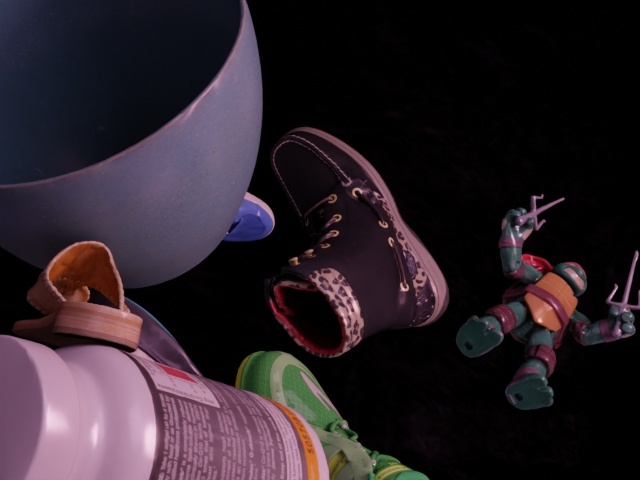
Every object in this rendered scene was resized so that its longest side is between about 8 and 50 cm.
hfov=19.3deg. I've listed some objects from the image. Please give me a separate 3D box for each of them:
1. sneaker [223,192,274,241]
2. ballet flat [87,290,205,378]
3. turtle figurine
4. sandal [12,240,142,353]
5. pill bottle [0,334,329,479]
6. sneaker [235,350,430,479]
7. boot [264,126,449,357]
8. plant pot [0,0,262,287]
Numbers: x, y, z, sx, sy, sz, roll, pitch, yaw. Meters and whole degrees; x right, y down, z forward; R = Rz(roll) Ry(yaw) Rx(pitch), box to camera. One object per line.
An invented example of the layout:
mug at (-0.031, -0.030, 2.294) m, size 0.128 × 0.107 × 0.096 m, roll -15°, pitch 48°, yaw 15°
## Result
sneaker at (-0.105, -0.010, 1.689) m, size 0.152 × 0.058 × 0.084 m, roll 18°, pitch 34°, yaw -29°
ballet flat at (-0.126, 0.124, 1.504) m, size 0.203 × 0.074 × 0.074 m, roll 46°, pitch 32°, yaw 0°
turtle figurine at (0.236, 0.065, 1.936) m, size 0.175 × 0.118 × 0.234 m, roll 33°, pitch 46°, yaw 10°
sandal at (-0.169, 0.039, 1.399) m, size 0.088 × 0.240 × 0.079 m, roll 14°, pitch 82°, yaw -15°
pill bottle at (-0.136, 0.161, 1.322) m, size 0.278 × 0.162 × 0.162 m, roll 24°, pitch 35°, yaw -46°
sneaker at (0.034, 0.204, 1.537) m, size 0.109 × 0.123 × 0.295 m, roll -4°, pitch 54°, yaw -50°
boot at (0.002, 0.000, 1.778) m, size 0.236 × 0.085 × 0.178 m, roll 52°, pitch 35°, yaw 12°
plant pot at (-0.168, -0.075, 1.540) m, size 0.290 × 0.290 × 0.195 m, roll -94°, pitch 166°, yaw -48°
